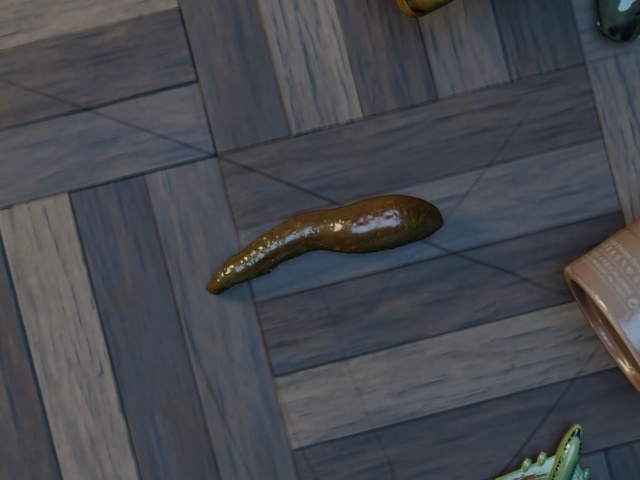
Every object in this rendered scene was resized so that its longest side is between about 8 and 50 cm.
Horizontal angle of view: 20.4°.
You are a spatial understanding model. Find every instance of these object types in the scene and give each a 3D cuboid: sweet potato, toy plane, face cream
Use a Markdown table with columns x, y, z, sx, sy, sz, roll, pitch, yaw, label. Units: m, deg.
| x | y | z | sx | sy | sz | roll | pitch | yaw | label |
| --- | --- | --- | --- | --- | --- | --- | --- | --- | --- |
| 0.000 | 0.000 | 1.538 | 0.214 | 0.050 | 0.050 | -15 | 90 | 2 | sweet potato |
| 0.204 | 0.211 | 1.543 | 0.102 | 0.040 | 0.111 | 19 | 88 | -3 | toy plane |
| 0.287 | 0.056 | 1.492 | 0.104 | 0.149 | 0.149 | -34 | 91 | -1 | face cream |

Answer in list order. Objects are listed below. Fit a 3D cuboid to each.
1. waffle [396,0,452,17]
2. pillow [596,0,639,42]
| x | y | z | sx | sy | sz | roll | pitch | yaw | label |
| --- | --- | --- | --- | --- | --- | --- | --- | --- | --- |
| 0.172 | -0.338 | 1.441 | 0.328 | 0.098 | 0.224 | -25 | 102 | 3 | waffle |
| 0.273 | -0.293 | 1.540 | 0.093 | 0.051 | 0.241 | -7 | 88 | 12 | pillow |
